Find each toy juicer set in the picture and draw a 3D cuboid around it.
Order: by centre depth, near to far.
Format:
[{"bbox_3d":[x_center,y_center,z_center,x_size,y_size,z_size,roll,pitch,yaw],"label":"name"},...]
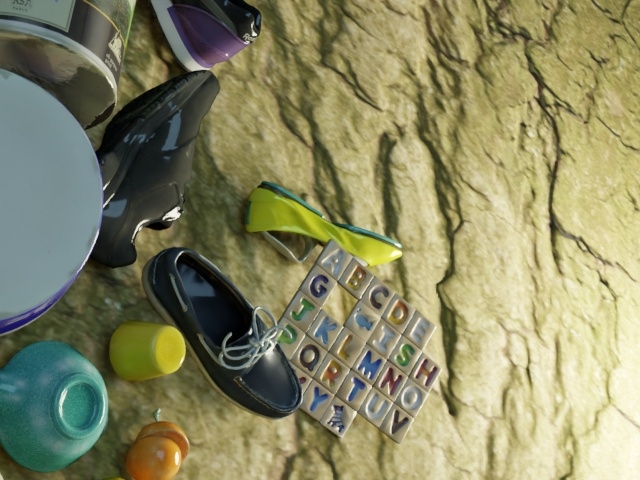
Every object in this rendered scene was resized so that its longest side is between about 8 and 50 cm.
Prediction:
[{"bbox_3d":[-0.269,0.206,1.234,0.329,0.089,0.209,-11,94,-50],"label":"toy juicer set"}]

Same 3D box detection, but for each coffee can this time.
[{"bbox_3d":[-0.298,-0.284,1.310,0.201,0.201,0.275,24,60,-32],"label":"coffee can"}]

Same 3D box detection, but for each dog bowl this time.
[{"bbox_3d":[-0.350,-0.036,1.183,0.265,0.104,0.265,5,76,-20],"label":"dog bowl"}]

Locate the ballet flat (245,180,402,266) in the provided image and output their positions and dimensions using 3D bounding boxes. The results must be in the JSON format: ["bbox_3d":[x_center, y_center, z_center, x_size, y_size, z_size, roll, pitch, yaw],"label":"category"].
[{"bbox_3d":[0.000,0.000,1.551,0.231,0.077,0.077,25,80,-28],"label":"ballet flat"}]

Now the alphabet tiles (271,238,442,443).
[{"bbox_3d":[0.047,0.146,1.528,0.237,0.009,0.198,40,70,-22],"label":"alphabet tiles"}]

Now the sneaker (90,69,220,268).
[{"bbox_3d":[-0.199,-0.085,1.398,0.130,0.109,0.286,50,58,-22],"label":"sneaker"}]

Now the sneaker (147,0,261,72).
[{"bbox_3d":[-0.166,-0.358,1.486,0.283,0.124,0.107,61,25,-8],"label":"sneaker"}]

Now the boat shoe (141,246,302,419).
[{"bbox_3d":[-0.101,0.108,1.402,0.095,0.079,0.254,-43,103,-32],"label":"boat shoe"}]
